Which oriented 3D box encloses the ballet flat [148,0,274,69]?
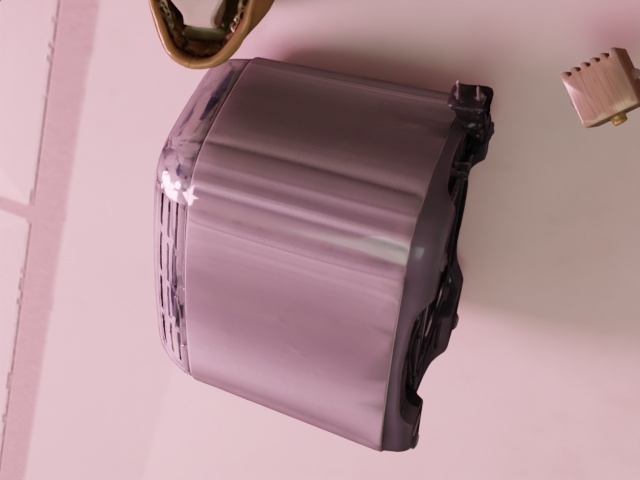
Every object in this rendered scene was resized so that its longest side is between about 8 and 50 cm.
[{"bbox_3d":[-0.043,-0.171,0.599,0.080,0.073,0.232,10,136,8],"label":"ballet flat"}]

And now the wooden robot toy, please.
[{"bbox_3d":[0.173,-0.118,0.597,0.173,0.076,0.079,-30,83,40],"label":"wooden robot toy"}]

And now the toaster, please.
[{"bbox_3d":[0.000,0.000,0.718,0.146,0.129,0.227,14,138,10],"label":"toaster"}]
